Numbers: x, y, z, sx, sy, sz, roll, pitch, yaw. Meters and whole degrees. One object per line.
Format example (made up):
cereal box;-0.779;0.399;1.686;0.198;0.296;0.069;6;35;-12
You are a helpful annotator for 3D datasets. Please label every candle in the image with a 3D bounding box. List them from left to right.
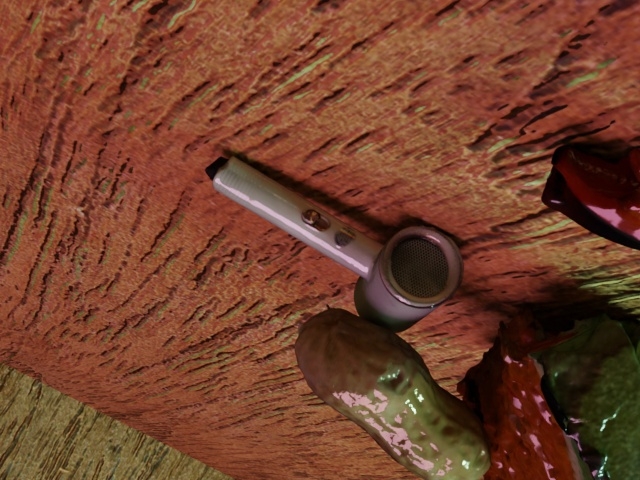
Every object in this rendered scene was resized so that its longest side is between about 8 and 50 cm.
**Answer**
candle;0.282;0.014;0.671;0.302;0.059;0.084;27;171;-1

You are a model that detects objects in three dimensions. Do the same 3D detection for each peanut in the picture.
peanut;0.065;0.143;0.937;0.214;0.099;0.099;48;155;-7

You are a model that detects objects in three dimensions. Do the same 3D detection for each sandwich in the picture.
sandwich;0.234;0.161;0.958;0.250;0.162;0.301;69;164;-12

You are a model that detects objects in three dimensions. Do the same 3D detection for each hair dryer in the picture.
hair dryer;0.000;0.000;0.930;0.236;0.073;0.131;28;160;-3
